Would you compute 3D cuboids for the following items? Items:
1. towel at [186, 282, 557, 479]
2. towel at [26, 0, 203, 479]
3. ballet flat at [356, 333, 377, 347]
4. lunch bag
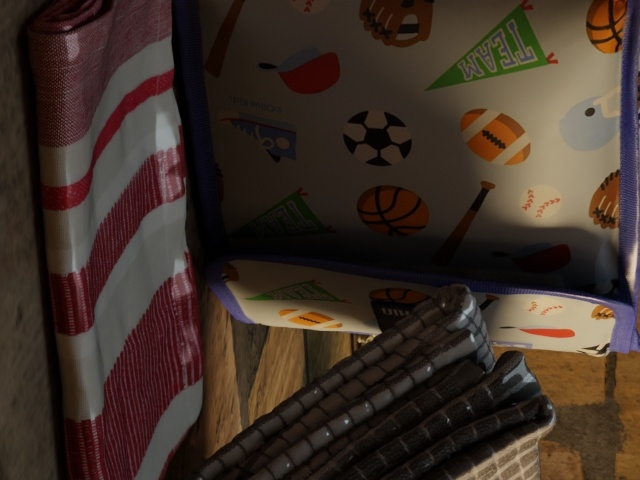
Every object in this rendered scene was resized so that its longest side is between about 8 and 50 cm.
[{"bbox_3d":[0.039,0.195,1.353,0.121,0.284,0.235,48,-15,31],"label":"towel"},{"bbox_3d":[-0.109,0.007,1.099,0.237,0.037,0.329,-68,158,-67],"label":"towel"},{"bbox_3d":[0.112,0.165,2.450,0.409,0.147,0.147,62,30,-73],"label":"ballet flat"},{"bbox_3d":[0.079,-0.073,1.397,0.239,0.328,0.385,-73,165,-48],"label":"lunch bag"}]
